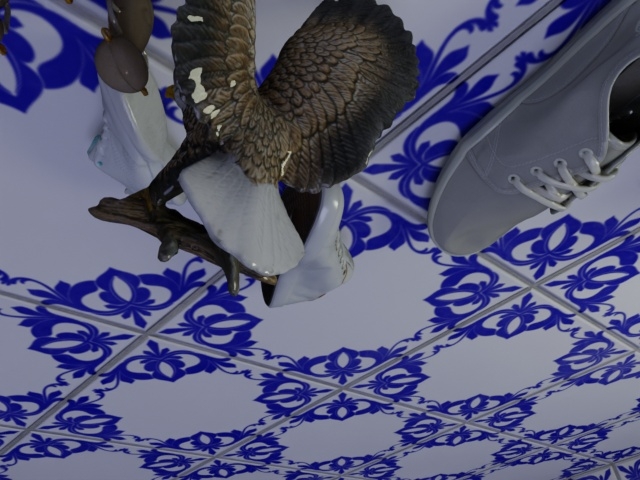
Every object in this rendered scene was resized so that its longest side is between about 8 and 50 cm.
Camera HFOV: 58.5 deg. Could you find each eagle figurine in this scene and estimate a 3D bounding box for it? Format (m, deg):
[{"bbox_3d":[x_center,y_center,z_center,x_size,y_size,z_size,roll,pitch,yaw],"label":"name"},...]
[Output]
[{"bbox_3d":[-0.056,-0.123,0.459,0.225,0.298,0.226,29,-177,8],"label":"eagle figurine"}]

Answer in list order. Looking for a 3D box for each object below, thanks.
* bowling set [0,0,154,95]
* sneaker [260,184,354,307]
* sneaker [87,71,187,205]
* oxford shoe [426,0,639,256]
[{"bbox_3d":[-0.256,-0.212,0.412,0.200,0.154,0.287,-14,142,6],"label":"bowling set"},{"bbox_3d":[0.000,0.000,0.795,0.123,0.105,0.290,-3,152,-19],"label":"sneaker"},{"bbox_3d":[-0.215,-0.110,0.625,0.094,0.080,0.212,1,144,5],"label":"sneaker"},{"bbox_3d":[0.284,-0.105,0.688,0.169,0.130,0.449,12,139,-27],"label":"oxford shoe"}]
